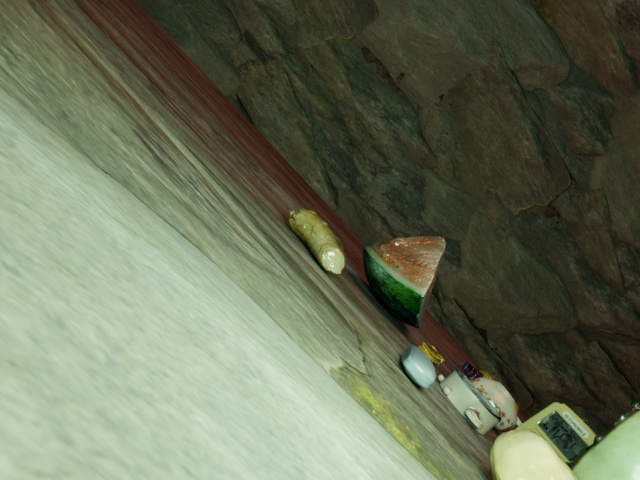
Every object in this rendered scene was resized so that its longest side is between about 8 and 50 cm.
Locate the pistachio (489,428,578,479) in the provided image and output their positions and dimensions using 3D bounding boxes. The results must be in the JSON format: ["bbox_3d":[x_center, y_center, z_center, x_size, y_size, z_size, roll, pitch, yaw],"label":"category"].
[{"bbox_3d":[0.344,0.402,0.931,0.145,0.117,0.200,1,44,-28],"label":"pistachio"}]

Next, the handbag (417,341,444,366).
[{"bbox_3d":[0.305,0.313,1.613,0.061,0.027,0.083,52,10,33],"label":"handbag"}]

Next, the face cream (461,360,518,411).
[{"bbox_3d":[0.565,0.502,1.979,0.273,0.078,0.078,45,6,-20],"label":"face cream"}]

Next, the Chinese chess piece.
[{"bbox_3d":[0.569,0.437,1.021,0.349,0.349,0.146,42,4,-42],"label":"Chinese chess piece"}]

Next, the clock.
[{"bbox_3d":[0.352,0.374,1.371,0.155,0.063,0.229,48,5,0],"label":"clock"}]

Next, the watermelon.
[{"bbox_3d":[0.220,0.104,1.668,0.222,0.319,0.292,21,-40,10],"label":"watermelon"}]

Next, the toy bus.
[{"bbox_3d":[0.557,0.514,1.252,0.365,0.202,0.177,44,6,-34],"label":"toy bus"}]

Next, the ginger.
[{"bbox_3d":[-0.002,0.001,1.268,0.095,0.069,0.190,-4,48,-50],"label":"ginger"}]

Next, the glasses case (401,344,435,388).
[{"bbox_3d":[0.192,0.246,1.147,0.067,0.045,0.178,49,5,8],"label":"glasses case"}]

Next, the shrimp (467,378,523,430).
[{"bbox_3d":[0.549,0.533,1.774,0.164,0.062,0.317,34,9,-48],"label":"shrimp"}]

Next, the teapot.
[{"bbox_3d":[0.485,0.464,1.618,0.245,0.116,0.159,56,-2,21],"label":"teapot"}]
